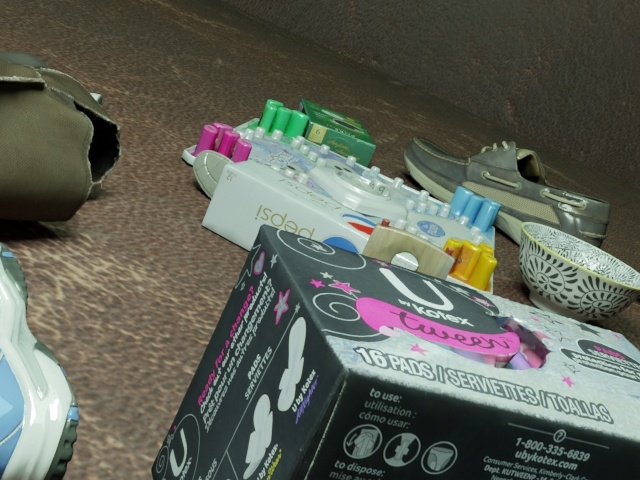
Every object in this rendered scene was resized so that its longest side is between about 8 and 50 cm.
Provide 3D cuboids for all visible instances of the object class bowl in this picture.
[{"bbox_3d":[0.303,0.051,1.250,0.170,0.080,0.170,22,16,-7],"label":"bowl"}]

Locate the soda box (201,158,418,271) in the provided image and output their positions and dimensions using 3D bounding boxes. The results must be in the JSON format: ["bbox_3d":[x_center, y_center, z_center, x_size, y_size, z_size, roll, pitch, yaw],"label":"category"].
[{"bbox_3d":[0.000,0.000,0.993,0.216,0.069,0.074,27,16,15],"label":"soda box"}]

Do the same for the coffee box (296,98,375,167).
[{"bbox_3d":[0.019,-0.172,1.644,0.113,0.040,0.184,20,16,-13],"label":"coffee box"}]

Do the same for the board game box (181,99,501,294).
[{"bbox_3d":[0.055,-0.073,1.349,0.390,0.050,0.390,25,16,4],"label":"board game box"}]

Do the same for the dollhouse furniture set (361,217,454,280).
[{"bbox_3d":[0.094,0.089,0.721,0.184,0.128,0.129,24,16,0],"label":"dollhouse furniture set"}]

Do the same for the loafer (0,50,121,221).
[{"bbox_3d":[-0.231,-0.077,0.783,0.130,0.133,0.366,23,16,-1],"label":"loafer"}]

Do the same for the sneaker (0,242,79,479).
[{"bbox_3d":[-0.195,0.048,0.525,0.081,0.080,0.211,14,17,-41],"label":"sneaker"}]

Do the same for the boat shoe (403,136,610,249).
[{"bbox_3d":[0.289,-0.084,1.579,0.355,0.130,0.132,33,16,27],"label":"boat shoe"}]

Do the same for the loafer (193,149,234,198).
[{"bbox_3d":[-0.084,-0.049,1.095,0.125,0.045,0.039,39,3,25],"label":"loafer"}]

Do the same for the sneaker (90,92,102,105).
[{"bbox_3d":[-0.269,-0.129,1.072,0.061,0.053,0.152,13,11,-5],"label":"sneaker"}]

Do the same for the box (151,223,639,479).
[{"bbox_3d":[0.063,0.115,0.526,0.247,0.163,0.142,17,19,-27],"label":"box"}]
